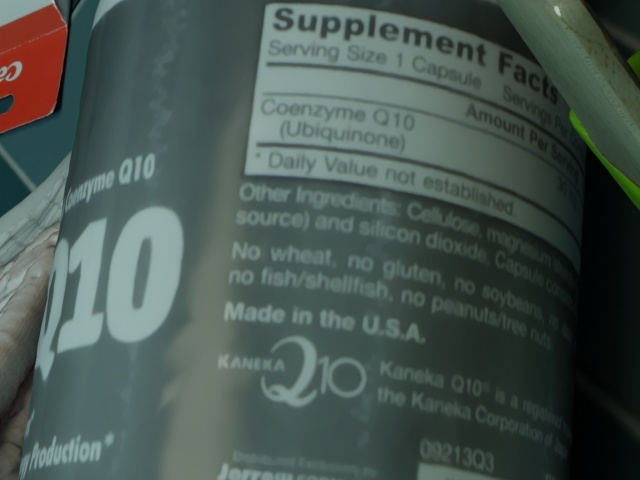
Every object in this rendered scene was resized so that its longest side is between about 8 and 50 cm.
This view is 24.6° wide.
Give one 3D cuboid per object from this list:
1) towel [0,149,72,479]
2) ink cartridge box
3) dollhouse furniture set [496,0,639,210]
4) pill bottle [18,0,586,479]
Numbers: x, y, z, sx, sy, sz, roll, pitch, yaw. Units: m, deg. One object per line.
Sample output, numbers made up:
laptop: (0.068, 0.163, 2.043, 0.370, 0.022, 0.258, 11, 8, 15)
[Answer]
towel: (-0.230, 0.107, 0.721, 0.332, 0.053, 0.317, -36, 18, 24)
ink cartridge box: (-0.221, -0.150, 0.941, 0.145, 0.045, 0.179, -14, 61, 36)
dollhouse furniture set: (0.198, -0.108, 0.338, 0.301, 0.151, 0.197, -41, 30, 4)
pill bottle: (0.000, 0.000, 0.579, 0.204, 0.204, 0.361, -9, 66, 38)
